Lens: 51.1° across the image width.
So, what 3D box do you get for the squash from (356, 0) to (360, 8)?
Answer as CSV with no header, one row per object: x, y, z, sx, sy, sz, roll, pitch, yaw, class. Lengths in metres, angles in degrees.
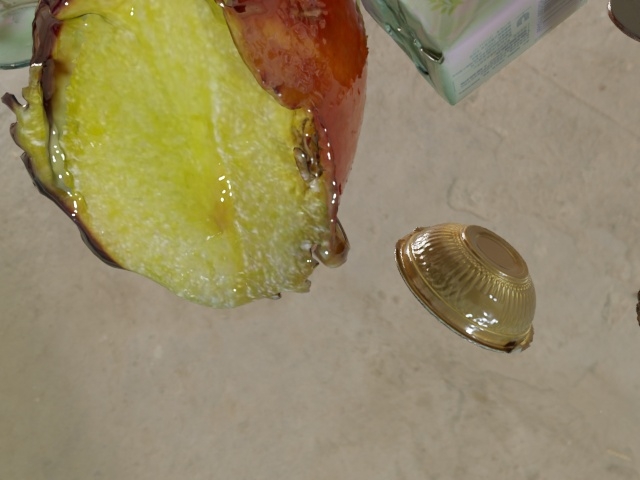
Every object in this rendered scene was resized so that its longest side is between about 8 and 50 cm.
0.009,-0.306,1.067,0.118,0.118,0.370,-2,96,22,squash

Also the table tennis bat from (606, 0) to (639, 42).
0.395,-0.277,0.784,0.156,0.013,0.087,-37,73,-28,table tennis bat

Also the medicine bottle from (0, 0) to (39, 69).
-0.417,-0.318,0.886,0.147,0.147,0.143,-29,85,14,medicine bottle

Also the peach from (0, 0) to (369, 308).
-0.113,-0.133,0.713,0.339,0.353,0.416,9,92,19,peach

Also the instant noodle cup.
0.256,0.049,1.068,0.274,0.274,0.090,50,124,25,instant noodle cup

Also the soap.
0.155,-0.282,0.703,0.199,0.138,0.182,-37,72,7,soap

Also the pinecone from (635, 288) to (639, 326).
0.327,0.064,0.596,0.109,0.102,0.102,-22,61,-31,pinecone

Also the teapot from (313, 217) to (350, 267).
0.000,0.000,1.069,0.078,0.129,0.098,-25,99,7,teapot
